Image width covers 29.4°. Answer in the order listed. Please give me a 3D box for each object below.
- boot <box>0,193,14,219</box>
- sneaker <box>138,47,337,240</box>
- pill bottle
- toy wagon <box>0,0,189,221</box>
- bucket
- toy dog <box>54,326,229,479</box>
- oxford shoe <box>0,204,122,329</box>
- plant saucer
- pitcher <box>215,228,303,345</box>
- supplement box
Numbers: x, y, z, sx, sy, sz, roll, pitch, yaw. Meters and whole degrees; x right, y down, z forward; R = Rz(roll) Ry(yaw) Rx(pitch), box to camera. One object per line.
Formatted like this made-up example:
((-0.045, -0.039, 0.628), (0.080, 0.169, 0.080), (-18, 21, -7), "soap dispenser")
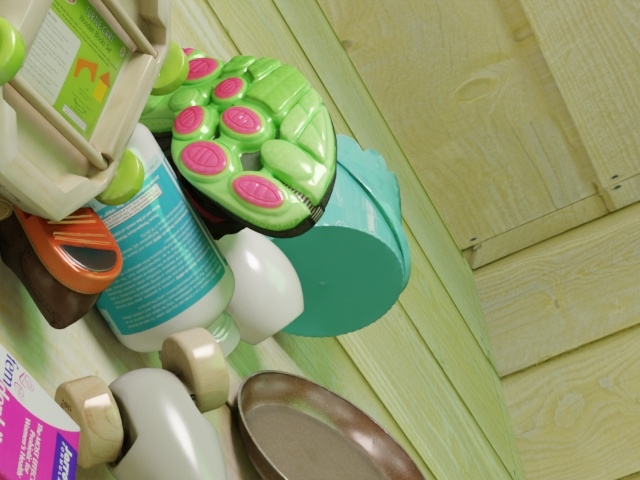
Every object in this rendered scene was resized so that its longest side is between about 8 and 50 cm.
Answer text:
((-0.309, 0.016, 0.996), (0.213, 0.077, 0.165), (8, 59, -68), "boot")
((-0.099, -0.099, 1.432), (0.202, 0.185, 0.483), (59, -12, -29), "sneaker")
((-0.187, 0.017, 1.304), (0.264, 0.146, 0.146), (61, 15, -20), "pill bottle")
((-0.196, -0.192, 1.065), (0.267, 0.068, 0.344), (55, 52, -66), "toy wagon")
((0.000, 0.000, 1.816), (0.281, 0.281, 0.183), (54, 22, -41), "bucket")
((-0.132, 0.250, 1.127), (0.161, 0.220, 0.333), (115, -29, -54), "toy dog")
((-0.291, -0.036, 1.167), (0.097, 0.098, 0.271), (-1, 49, -46), "oxford shoe")
((0.013, 0.289, 1.584), (0.311, 0.050, 0.310), (32, 19, -12), "plant saucer")
((-0.126, 0.042, 1.596), (0.207, 0.125, 0.178), (55, 35, -3), "pitcher")
((-0.278, 0.127, 0.859), (0.111, 0.114, 0.220), (-98, 161, -50), "supplement box")
